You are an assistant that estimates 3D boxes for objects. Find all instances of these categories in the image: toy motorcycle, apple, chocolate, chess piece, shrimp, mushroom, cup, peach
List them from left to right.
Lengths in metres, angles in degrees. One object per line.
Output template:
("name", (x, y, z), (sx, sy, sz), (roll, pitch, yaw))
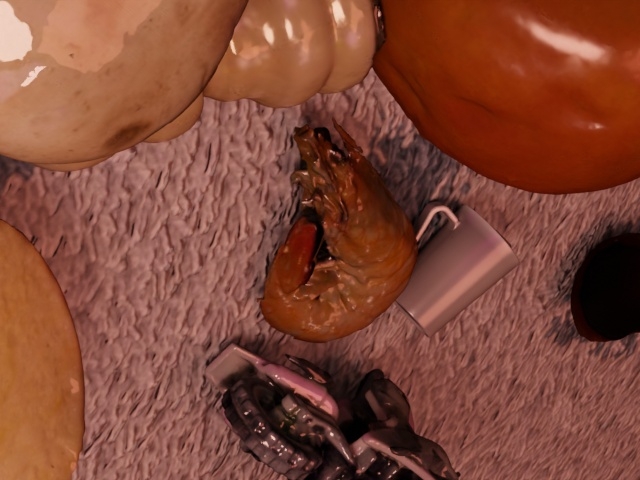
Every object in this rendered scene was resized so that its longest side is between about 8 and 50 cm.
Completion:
("apple", (-0.312, 0.115, 1.294), (0.293, 0.163, 0.251), (-24, 112, -53))
("mushroom", (-0.152, -0.162, 1.181), (0.255, 0.184, 0.255), (-20, 119, -40))
("chess piece", (-0.101, -0.130, 1.347), (0.261, 0.143, 0.142), (-23, 138, -25))
("shrimp", (0.000, 0.000, 1.646), (0.152, 0.063, 0.287), (-34, 146, -3))
("toy motorcycle", (0.014, 0.181, 1.754), (0.143, 0.188, 0.327), (-46, 132, 12))
("cup", (0.112, 0.018, 1.786), (0.116, 0.074, 0.104), (-42, 122, -3))
("peach", (0.190, -0.202, 1.440), (0.343, 0.343, 0.301), (-44, 171, -10))
("chocolate", (0.324, 0.060, 2.014), (0.127, 0.124, 0.133), (-59, 163, -2))
